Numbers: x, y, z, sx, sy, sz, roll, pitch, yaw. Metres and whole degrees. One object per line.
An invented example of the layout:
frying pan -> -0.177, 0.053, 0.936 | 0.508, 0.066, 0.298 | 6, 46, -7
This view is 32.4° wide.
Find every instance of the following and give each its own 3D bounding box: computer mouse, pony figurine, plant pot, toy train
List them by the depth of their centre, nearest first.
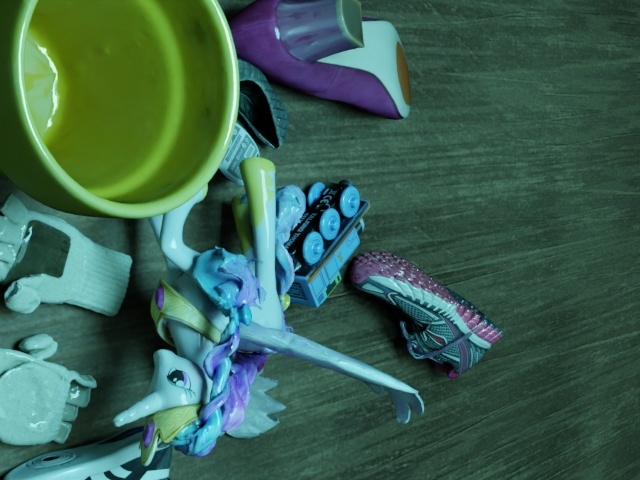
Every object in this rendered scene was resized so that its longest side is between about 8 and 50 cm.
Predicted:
plant pot -> -0.248, -0.147, 1.045 | 0.254, 0.239, 0.253 | -2, 93, -49
pony figurine -> -0.091, 0.093, 1.246 | 0.351, 0.303, 0.363 | 24, 55, -45
computer mouse -> -0.148, -0.135, 1.313 | 0.193, 0.042, 0.106 | 47, 53, -32
toy train -> 0.000, 0.000, 1.463 | 0.184, 0.080, 0.105 | -51, 137, -37

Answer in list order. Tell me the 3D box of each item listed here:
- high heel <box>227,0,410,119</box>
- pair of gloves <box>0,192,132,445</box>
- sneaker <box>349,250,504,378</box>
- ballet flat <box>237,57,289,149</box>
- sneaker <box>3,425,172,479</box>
high heel -> 0.003, -0.237, 1.472 | 0.377, 0.181, 0.127 | 34, 52, -65
pair of gloves -> -0.298, 0.091, 1.150 | 0.204, 0.042, 0.240 | 34, 67, -44
sneaker -> 0.150, 0.115, 1.614 | 0.299, 0.121, 0.112 | 34, 97, -36
ballet flat -> -0.084, -0.172, 1.352 | 0.173, 0.058, 0.049 | 41, 35, -53
sneaker -> -0.240, 0.284, 1.196 | 0.217, 0.079, 0.121 | -10, 98, -50
